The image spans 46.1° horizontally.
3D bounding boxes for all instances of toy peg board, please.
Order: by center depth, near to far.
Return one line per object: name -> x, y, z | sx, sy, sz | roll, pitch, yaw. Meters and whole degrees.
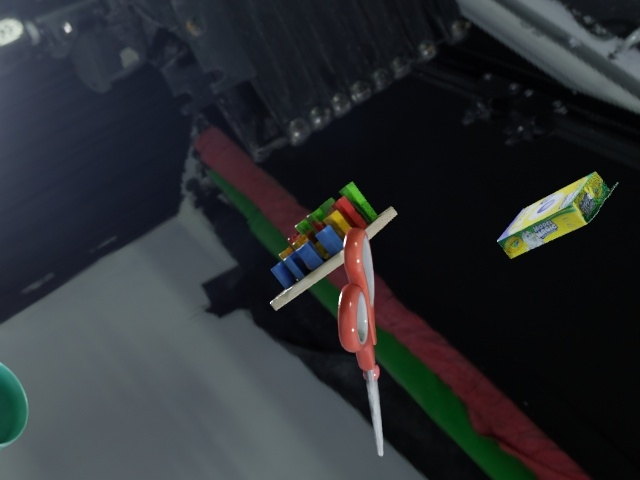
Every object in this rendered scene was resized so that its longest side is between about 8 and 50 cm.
toy peg board -> 0.000, 0.000, 1.064 | 0.079, 0.160, 0.161 | 52, -51, -1

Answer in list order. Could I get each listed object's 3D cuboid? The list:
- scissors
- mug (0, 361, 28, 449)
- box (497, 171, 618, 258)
scissors -> 0.050, 0.107, 0.729 | 0.021, 0.109, 0.297 | -2, -37, 12
mug -> -0.471, 0.215, 0.972 | 0.158, 0.097, 0.129 | 53, 20, -12
box -> 0.368, -0.041, 1.165 | 0.043, 0.105, 0.179 | 52, -39, -6
